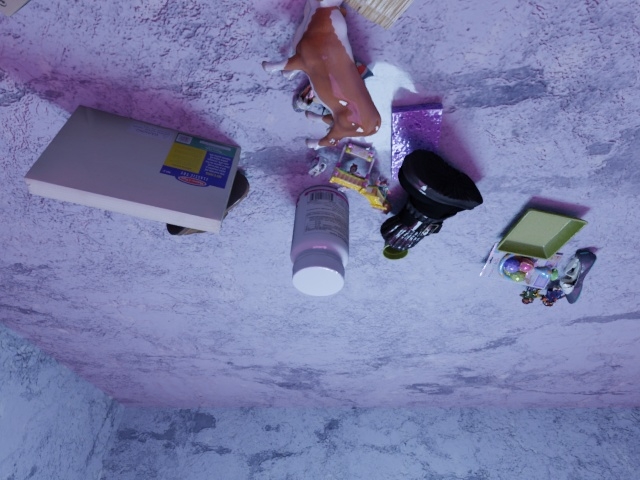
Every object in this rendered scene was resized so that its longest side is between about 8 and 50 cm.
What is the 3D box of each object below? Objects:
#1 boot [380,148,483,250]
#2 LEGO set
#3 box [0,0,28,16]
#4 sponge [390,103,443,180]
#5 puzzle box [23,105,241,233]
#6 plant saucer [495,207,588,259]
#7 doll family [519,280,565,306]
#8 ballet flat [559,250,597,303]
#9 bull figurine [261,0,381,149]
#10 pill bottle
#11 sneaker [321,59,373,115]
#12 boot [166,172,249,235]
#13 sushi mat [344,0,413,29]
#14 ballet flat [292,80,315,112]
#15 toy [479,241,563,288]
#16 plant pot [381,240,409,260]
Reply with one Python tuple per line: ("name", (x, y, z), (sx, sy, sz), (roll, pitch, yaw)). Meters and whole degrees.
("boot", (0.243, -0.086, 1.071), (0.260, 0.131, 0.348), (-33, 149, 35))
("LEGO set", (0.118, -0.169, 1.097), (0.287, 0.107, 0.132), (24, 171, -28))
("box", (-0.442, -0.519, 0.662), (0.311, 0.148, 0.121), (-17, 137, 24))
("sponge", (0.236, -0.240, 1.026), (0.117, 0.031, 0.210), (-2, 139, 7))
("puzzle box", (-0.412, -0.171, 0.972), (0.409, 0.272, 0.052), (13, 139, -10))
("plant saucer", (0.657, -0.027, 1.236), (0.189, 0.045, 0.188), (10, 139, -8))
("doll family", (0.796, 0.193, 1.460), (0.193, 0.076, 0.111), (11, 120, -2))
("ballet flat", (0.838, 0.121, 1.359), (0.074, 0.074, 0.203), (4, 121, -1))
("bull figurine", (0.006, -0.336, 0.825), (0.188, 0.101, 0.310), (-14, 115, 33))
("pill bottle", (0.000, 0.000, 1.133), (0.160, 0.283, 0.160), (2, 140, 2))
("sneaker", (0.060, -0.324, 0.920), (0.075, 0.057, 0.161), (22, 134, -12))
("boot", (-0.310, -0.103, 1.205), (0.305, 0.112, 0.115), (-27, 161, 25))
("sushi mat", (0.151, -0.501, 0.675), (0.151, 0.019, 0.316), (24, 151, -24))
("ballet flat", (-0.029, -0.329, 0.935), (0.041, 0.041, 0.114), (27, 135, -25))
("toy", (0.666, 0.094, 1.340), (0.237, 0.056, 0.136), (10, 117, -9))
("plant pot", (0.232, 0.007, 1.281), (0.083, 0.079, 0.083), (3, 139, 2))
